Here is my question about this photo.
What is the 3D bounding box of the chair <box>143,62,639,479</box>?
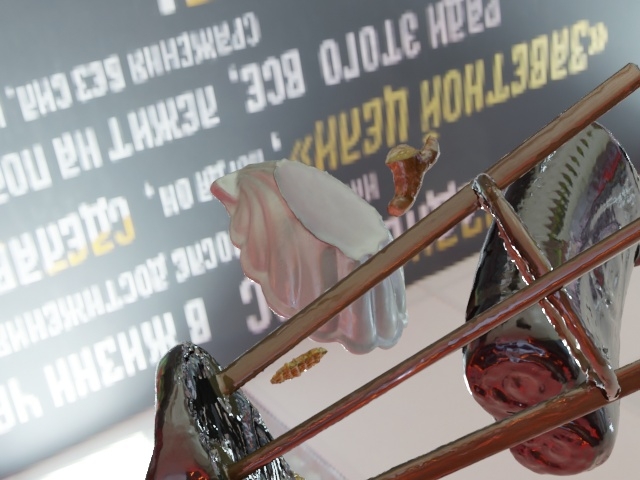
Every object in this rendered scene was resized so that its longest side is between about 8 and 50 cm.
[{"bbox_3d":[0.035,0.033,0.364,0.221,0.104,0.095,-34,-131,3],"label":"chair"}]

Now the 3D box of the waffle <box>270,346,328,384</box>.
[{"bbox_3d":[-0.033,0.178,1.607,0.085,0.078,0.016,-17,-114,-37],"label":"waffle"}]

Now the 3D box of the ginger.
[{"bbox_3d":[0.088,-0.073,1.161,0.097,0.048,0.030,-61,-172,-18],"label":"ginger"}]

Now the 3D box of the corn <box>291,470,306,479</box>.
[{"bbox_3d":[0.016,0.443,1.676,0.305,0.106,0.106,40,-133,13],"label":"corn"}]

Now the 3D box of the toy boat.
[{"bbox_3d":[0.000,0.000,1.340,0.290,0.100,0.199,44,-141,19],"label":"toy boat"}]

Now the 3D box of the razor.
[{"bbox_3d":[0.230,0.046,1.086,0.113,0.204,0.349,-12,-145,32],"label":"razor"}]
